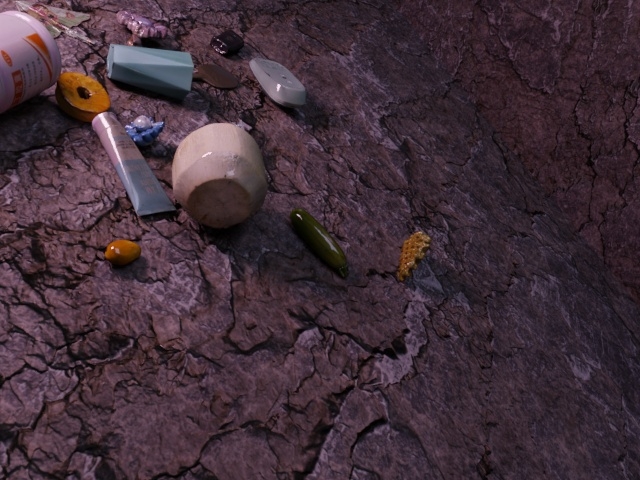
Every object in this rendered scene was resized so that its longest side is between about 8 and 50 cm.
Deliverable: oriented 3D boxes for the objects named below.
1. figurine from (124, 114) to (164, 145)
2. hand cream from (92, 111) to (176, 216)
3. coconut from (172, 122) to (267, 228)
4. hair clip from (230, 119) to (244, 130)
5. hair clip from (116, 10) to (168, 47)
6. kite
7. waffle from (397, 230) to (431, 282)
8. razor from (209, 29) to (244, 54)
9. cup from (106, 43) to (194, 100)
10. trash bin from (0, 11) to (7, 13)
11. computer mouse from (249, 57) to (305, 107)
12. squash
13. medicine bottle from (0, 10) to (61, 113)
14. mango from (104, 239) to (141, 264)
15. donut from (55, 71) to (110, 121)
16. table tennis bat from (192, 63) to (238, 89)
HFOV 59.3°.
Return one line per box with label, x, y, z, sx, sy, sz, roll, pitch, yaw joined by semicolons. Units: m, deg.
figurine;-0.486;-0.296;1.530;0.114;0.079;0.114;3;32;-2
hand cream;-0.486;-0.193;1.433;0.111;0.070;0.312;-16;64;-50
coconut;-0.256;-0.169;1.446;0.245;0.245;0.247;17;39;-23
hair clip;-0.258;-0.340;1.801;0.039;0.030;0.115;-9;51;-20
hair clip;-0.604;-0.689;1.872;0.173;0.069;0.300;18;40;-22
kite;-0.822;-0.675;1.734;0.267;0.013;0.323;29;38;-8
waffle;0.277;0.049;1.751;0.046;0.160;0.192;36;66;-10
razor;-0.355;-0.752;2.145;0.090;0.054;0.148;35;38;-1
cup;-0.523;-0.522;1.715;0.235;0.148;0.134;5;73;-30
trash bin;-0.868;-0.574;1.551;0.116;0.059;0.130;40;38;6
computer mouse;-0.160;-0.571;2.070;0.159;0.097;0.288;-3;40;-38
squash;0.000;0.000;1.599;0.252;0.066;0.066;47;38;15
medicine bottle;-0.783;-0.397;1.306;0.202;0.202;0.316;32;37;-5
mango;-0.437;0.026;1.252;0.060;0.046;0.089;53;27;18
donut;-0.641;-0.381;1.510;0.152;0.058;0.152;27;36;-22
table tennis bat;-0.386;-0.570;1.957;0.131;0.022;0.234;50;37;17
